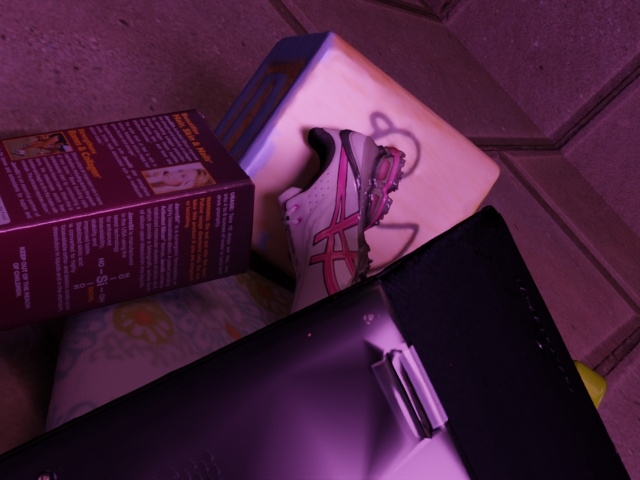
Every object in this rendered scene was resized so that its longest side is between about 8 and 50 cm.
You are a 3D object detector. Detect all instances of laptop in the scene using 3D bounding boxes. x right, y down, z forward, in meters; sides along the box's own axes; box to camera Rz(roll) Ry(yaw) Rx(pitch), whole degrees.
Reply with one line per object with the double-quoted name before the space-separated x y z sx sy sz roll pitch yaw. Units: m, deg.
"laptop" 0.032 0.219 0.422 0.381 0.408 0.236 64 -12 2

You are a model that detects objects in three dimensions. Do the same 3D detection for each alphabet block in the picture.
"alphabet block" 0.008 -0.056 0.863 0.197 0.192 0.193 35 1 -19

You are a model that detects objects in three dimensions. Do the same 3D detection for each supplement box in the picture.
"supplement box" -0.150 -0.017 0.622 0.188 0.080 0.104 -13 41 -26

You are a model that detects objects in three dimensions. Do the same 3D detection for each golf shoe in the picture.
"golf shoe" 0.000 0.000 0.722 0.086 0.067 0.186 21 68 -6

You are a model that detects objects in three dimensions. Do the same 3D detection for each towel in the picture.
"towel" -0.021 0.163 0.675 0.375 0.090 0.320 31 25 -26

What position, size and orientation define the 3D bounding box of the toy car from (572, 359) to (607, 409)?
"toy car" 0.117 0.100 0.734 0.155 0.149 0.188 35 11 7
